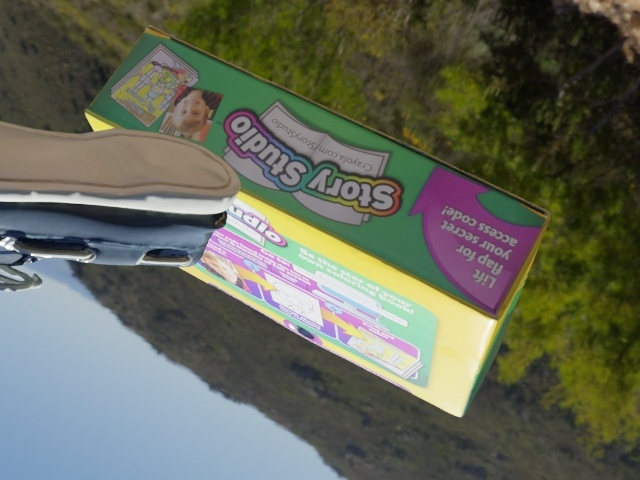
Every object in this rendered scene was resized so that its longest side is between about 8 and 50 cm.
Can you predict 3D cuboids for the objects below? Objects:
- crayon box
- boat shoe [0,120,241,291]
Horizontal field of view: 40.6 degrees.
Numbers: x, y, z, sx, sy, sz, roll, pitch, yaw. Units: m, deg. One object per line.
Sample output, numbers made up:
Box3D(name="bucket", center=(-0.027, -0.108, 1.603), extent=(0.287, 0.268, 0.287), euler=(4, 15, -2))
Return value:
Box3D(name="crayon box", center=(0.000, 0.000, 0.787), extent=(0.363, 0.106, 0.313), euler=(27, 160, 15))
Box3D(name="boat shoe", center=(-0.165, -0.022, 0.475), extent=(0.254, 0.079, 0.095), euler=(-1, -144, -43))
